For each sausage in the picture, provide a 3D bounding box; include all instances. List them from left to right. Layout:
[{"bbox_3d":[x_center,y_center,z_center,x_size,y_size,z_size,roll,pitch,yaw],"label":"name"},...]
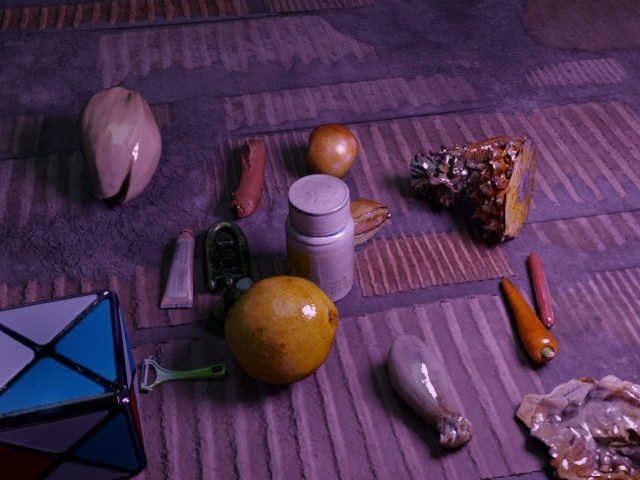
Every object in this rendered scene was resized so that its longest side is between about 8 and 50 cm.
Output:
[{"bbox_3d":[-0.172,-0.162,1.846,0.078,0.078,0.304,3,43,2],"label":"sausage"},{"bbox_3d":[0.473,0.104,1.607,0.029,0.029,0.223,3,43,2],"label":"sausage"}]

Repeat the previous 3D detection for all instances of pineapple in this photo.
[{"bbox_3d":[0.337,-0.136,1.746,0.271,0.263,0.262,12,43,28],"label":"pineapple"}]

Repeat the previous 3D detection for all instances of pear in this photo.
[{"bbox_3d":[-0.065,0.162,1.399,0.208,0.209,0.209,1,43,-1],"label":"pear"}]

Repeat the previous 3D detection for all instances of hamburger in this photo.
[{"bbox_3d":[0.067,-0.043,1.723,0.176,0.087,0.102,-28,39,-19],"label":"hamburger"}]

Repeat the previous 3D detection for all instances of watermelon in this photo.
[{"bbox_3d":[-0.176,0.142,1.535,0.135,0.125,0.094,-21,14,3],"label":"watermelon"}]

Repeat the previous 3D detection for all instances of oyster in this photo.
[{"bbox_3d":[0.535,0.325,1.323,0.354,0.107,0.201,3,47,2],"label":"oyster"}]

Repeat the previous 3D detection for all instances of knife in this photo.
[{"bbox_3d":[-0.261,0.252,1.439,0.166,0.023,0.078,-3,50,-2],"label":"knife"}]

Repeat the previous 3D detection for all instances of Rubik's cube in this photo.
[{"bbox_3d":[-0.441,0.259,1.267,0.246,0.250,0.248,-11,47,-12],"label":"Rubik's cube"}]

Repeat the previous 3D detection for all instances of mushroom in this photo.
[{"bbox_3d":[0.200,0.275,1.376,0.116,0.093,0.225,4,34,-28],"label":"mushroom"}]

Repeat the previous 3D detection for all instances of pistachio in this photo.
[{"bbox_3d":[-0.495,-0.232,1.832,0.226,0.207,0.332,-33,54,27],"label":"pistachio"}]

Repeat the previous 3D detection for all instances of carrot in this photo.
[{"bbox_3d":[0.418,0.163,1.534,0.061,0.061,0.257,-6,33,-7],"label":"carrot"}]

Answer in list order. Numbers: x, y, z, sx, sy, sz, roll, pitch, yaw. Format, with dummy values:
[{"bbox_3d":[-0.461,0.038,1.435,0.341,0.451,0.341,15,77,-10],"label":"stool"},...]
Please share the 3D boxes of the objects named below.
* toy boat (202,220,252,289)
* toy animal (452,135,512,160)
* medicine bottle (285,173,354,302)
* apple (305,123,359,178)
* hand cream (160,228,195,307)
[{"bbox_3d":[-0.208,0.034,1.652,0.104,0.052,0.210,-7,45,-5],"label":"toy boat"},{"bbox_3d":[0.421,-0.214,1.893,0.241,0.099,0.057,-15,46,-15],"label":"toy animal"},{"bbox_3d":[0.000,0.000,1.542,0.143,0.258,0.143,0,43,0],"label":"medicine bottle"},{"bbox_3d":[0.024,-0.224,1.863,0.146,0.146,0.146,1,43,-1],"label":"apple"},{"bbox_3d":[-0.302,0.062,1.633,0.067,0.043,0.210,-1,49,1],"label":"hand cream"}]
